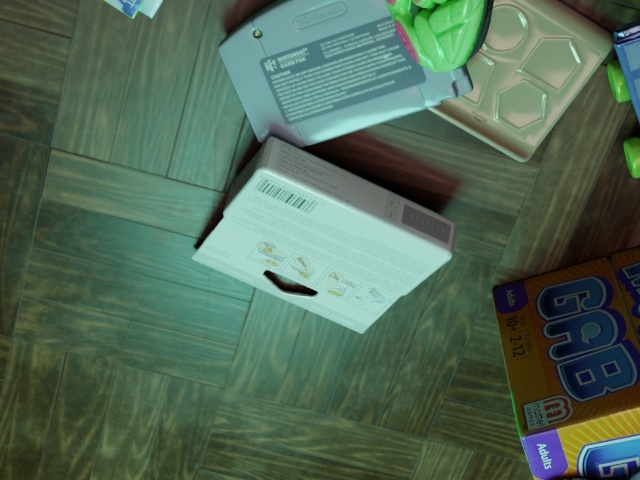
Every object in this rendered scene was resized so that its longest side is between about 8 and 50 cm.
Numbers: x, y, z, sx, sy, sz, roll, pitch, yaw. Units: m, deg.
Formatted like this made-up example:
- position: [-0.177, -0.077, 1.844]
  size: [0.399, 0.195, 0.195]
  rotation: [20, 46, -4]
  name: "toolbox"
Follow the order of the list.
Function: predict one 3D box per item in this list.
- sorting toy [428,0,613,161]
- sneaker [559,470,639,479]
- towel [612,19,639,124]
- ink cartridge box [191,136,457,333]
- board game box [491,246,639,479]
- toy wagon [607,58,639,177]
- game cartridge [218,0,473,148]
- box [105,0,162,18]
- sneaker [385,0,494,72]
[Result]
- position: [0.254, -0.232, 1.624]
  size: [0.193, 0.038, 0.208]
  rotation: [28, 111, -14]
  name: "sorting toy"
- position: [0.356, 0.355, 1.483]
  size: [0.297, 0.129, 0.111]
  rotation: [-22, 118, 15]
  name: "sneaker"
- position: [0.522, -0.232, 1.524]
  size: [0.285, 0.034, 0.209]
  rotation: [-20, 130, 13]
  name: "towel"
- position: [0.000, 0.000, 1.728]
  size: [0.296, 0.066, 0.261]
  rotation: [25, 143, -16]
  name: "ink cartridge box"
- position: [0.471, 0.253, 1.701]
  size: [0.356, 0.356, 0.356]
  rotation: [-16, 118, 10]
  name: "board game box"
- position: [0.539, -0.161, 1.637]
  size: [0.267, 0.068, 0.344]
  rotation: [-14, 118, 9]
  name: "toy wagon"
- position: [0.028, -0.240, 1.587]
  size: [0.297, 0.062, 0.198]
  rotation: [-15, 109, 18]
  name: "game cartridge"
- position: [-0.268, -0.366, 1.553]
  size: [0.178, 0.042, 0.109]
  rotation: [31, 115, -14]
  name: "box"
- position: [0.197, -0.426, 1.401]
  size: [0.202, 0.185, 0.483]
  rotation: [-3, 112, -35]
  name: "sneaker"
